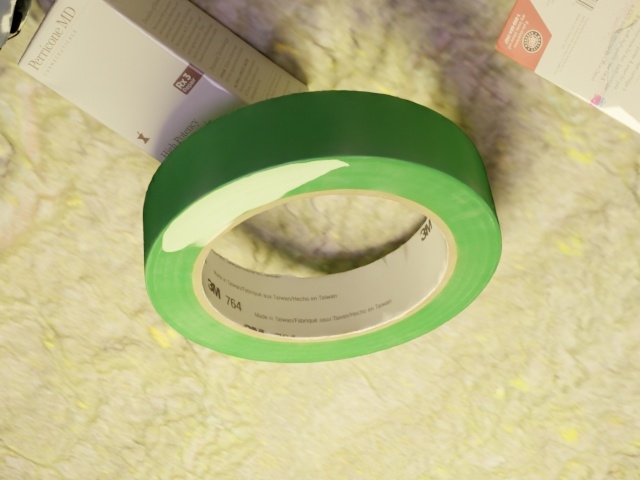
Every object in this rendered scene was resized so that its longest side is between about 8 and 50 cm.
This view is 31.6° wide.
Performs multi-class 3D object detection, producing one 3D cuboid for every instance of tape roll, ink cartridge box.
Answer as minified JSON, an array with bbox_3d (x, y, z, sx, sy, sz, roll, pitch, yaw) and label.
[{"bbox_3d":[0.000,0.000,1.028,0.321,0.077,0.321,-5,145,-4],"label":"tape roll"},{"bbox_3d":[0.250,-0.155,0.868,0.198,0.067,0.115,34,134,12],"label":"ink cartridge box"}]

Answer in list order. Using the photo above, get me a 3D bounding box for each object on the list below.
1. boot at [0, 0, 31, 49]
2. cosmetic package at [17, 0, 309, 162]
[{"bbox_3d":[-0.324,-0.178,1.022,0.106,0.082,0.219,19,130,0],"label":"boot"},{"bbox_3d":[-0.137,-0.145,1.004,0.231,0.085,0.117,32,130,-16],"label":"cosmetic package"}]
